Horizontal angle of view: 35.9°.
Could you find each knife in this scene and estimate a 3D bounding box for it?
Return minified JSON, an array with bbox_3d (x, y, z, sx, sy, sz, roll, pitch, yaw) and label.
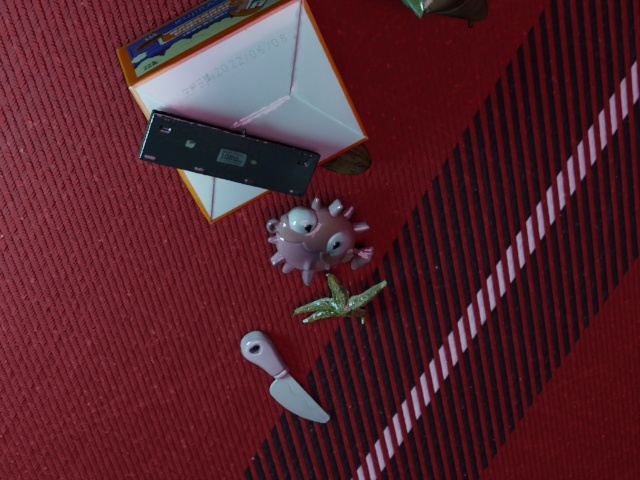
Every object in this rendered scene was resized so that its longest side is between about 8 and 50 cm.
[{"bbox_3d":[-0.083,0.334,2.284,0.081,0.043,0.336,-31,121,5],"label":"knife"}]

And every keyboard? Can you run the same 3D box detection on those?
[{"bbox_3d":[-0.158,-0.156,1.754,0.317,0.027,0.106,13,115,-23],"label":"keyboard"}]

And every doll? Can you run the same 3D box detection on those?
[{"bbox_3d":[0.000,0.000,2.120,0.262,0.093,0.211,27,112,-31],"label":"doll"}]

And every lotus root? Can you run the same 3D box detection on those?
[{"bbox_3d":[0.030,-0.188,2.051,0.179,0.089,0.081,28,145,-30],"label":"lotus root"}]

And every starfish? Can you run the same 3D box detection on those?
[{"bbox_3d":[0.046,0.138,2.203,0.224,0.050,0.216,-26,132,6],"label":"starfish"}]

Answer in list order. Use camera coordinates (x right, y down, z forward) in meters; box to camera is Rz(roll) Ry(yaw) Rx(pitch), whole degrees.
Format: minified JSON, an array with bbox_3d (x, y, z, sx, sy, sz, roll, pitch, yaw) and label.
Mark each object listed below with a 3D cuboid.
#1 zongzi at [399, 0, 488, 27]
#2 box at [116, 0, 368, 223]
[{"bbox_3d":[0.160,-0.613,1.900,0.181,0.418,0.447,-35,80,19],"label":"zongzi"},{"bbox_3d":[-0.149,-0.278,1.858,0.349,0.257,0.318,-30,120,-1],"label":"box"}]
